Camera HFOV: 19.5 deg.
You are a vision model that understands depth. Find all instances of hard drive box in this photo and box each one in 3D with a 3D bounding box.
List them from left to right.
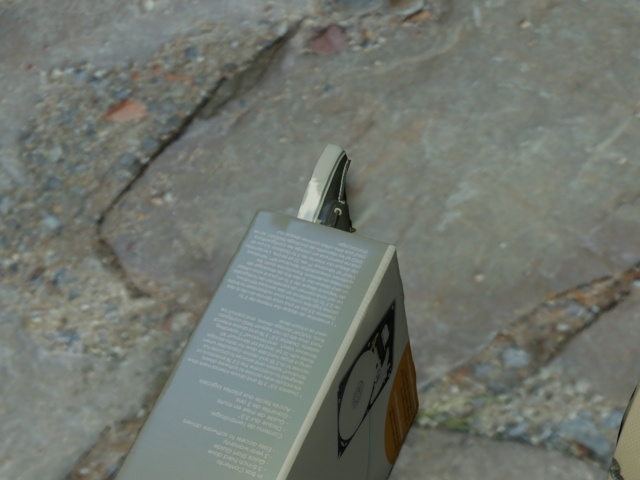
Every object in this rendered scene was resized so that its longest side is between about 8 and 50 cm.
[{"bbox_3d":[-0.032,0.131,1.051,0.089,0.181,0.232,16,60,19],"label":"hard drive box"}]

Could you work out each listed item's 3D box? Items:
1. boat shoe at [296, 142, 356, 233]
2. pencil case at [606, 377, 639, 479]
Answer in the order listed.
[{"bbox_3d":[0.000,0.000,1.227,0.040,0.049,0.142,19,59,-1],"label":"boat shoe"},{"bbox_3d":[0.340,0.154,0.981,0.410,0.160,0.183,22,70,23],"label":"pencil case"}]
